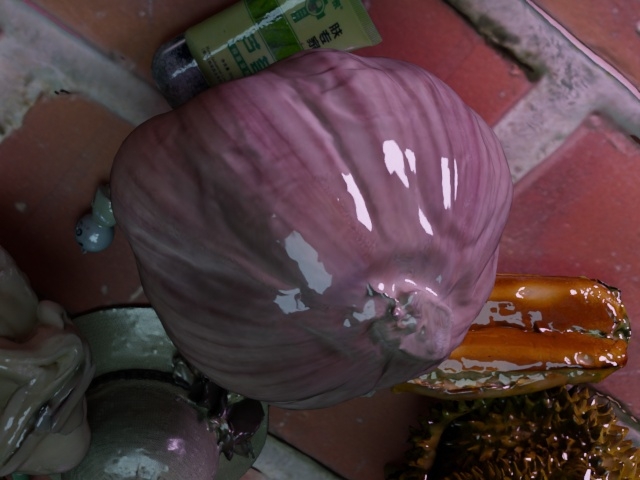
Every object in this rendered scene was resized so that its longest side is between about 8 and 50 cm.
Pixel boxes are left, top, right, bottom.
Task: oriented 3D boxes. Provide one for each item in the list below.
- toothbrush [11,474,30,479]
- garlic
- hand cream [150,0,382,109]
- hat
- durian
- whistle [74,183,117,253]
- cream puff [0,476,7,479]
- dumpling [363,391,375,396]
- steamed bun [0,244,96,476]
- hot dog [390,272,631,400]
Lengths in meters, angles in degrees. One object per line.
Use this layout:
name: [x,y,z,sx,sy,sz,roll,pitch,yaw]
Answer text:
toothbrush: [-0.289,0.267,1.404,0.024,0.018,0.257,24,137,33]
garlic: [0.000,0.000,1.086,0.317,0.259,0.317,-22,131,-28]
hand cream: [-0.048,-0.157,1.118,0.175,0.046,0.095,-24,122,11]
hat: [-0.169,0.200,1.310,0.257,0.130,0.257,-2,125,-2]
durian: [0.175,0.267,1.314,0.293,0.258,0.258,-24,123,20]
whistle: [-0.182,-0.027,1.209,0.035,0.035,0.100,26,118,-19]
cream puff: [-0.346,0.237,1.368,0.083,0.058,0.083,-6,127,4]
dumpling: [0.015,0.112,1.303,0.052,0.076,0.057,-19,135,-19]
steamed bun: [-0.298,0.109,1.186,0.211,0.144,0.218,37,135,26]
hot dog: [0.147,0.086,1.262,0.268,0.115,0.072,3,153,-3]
